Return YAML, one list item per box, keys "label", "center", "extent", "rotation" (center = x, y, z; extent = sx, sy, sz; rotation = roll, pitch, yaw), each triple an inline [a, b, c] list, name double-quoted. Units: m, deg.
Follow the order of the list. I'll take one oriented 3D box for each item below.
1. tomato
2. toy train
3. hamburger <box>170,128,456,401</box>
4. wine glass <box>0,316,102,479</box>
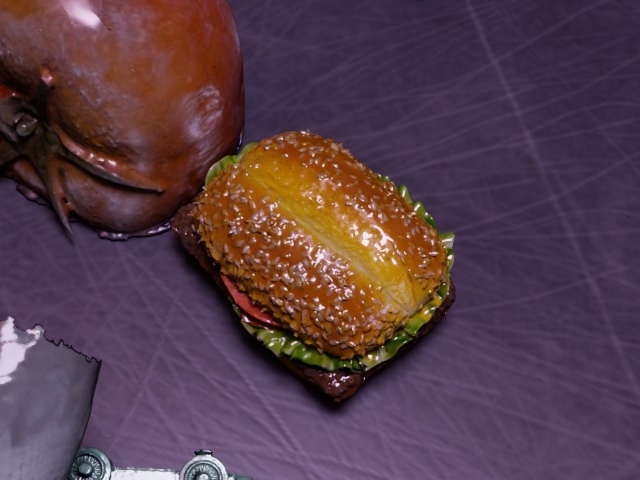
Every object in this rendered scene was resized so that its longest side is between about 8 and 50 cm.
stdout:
- label: "tomato"
  center: [-0.150, -0.123, 0.810]
  extent: [0.214, 0.155, 0.180]
  rotation: [24, 59, 8]
- label: "toy train"
  center: [-0.097, 0.154, 0.726]
  extent: [0.122, 0.050, 0.081]
  rotation: [2, 72, -4]
- label: "hamburger"
  center: [0.000, 0.000, 0.793]
  extent: [0.137, 0.087, 0.166]
  rotation: [-38, 72, -23]
- label: "wine glass"
  center: [-0.127, 0.218, 0.651]
  extent: [0.264, 0.096, 0.309]
  rotation: [25, 77, -18]
